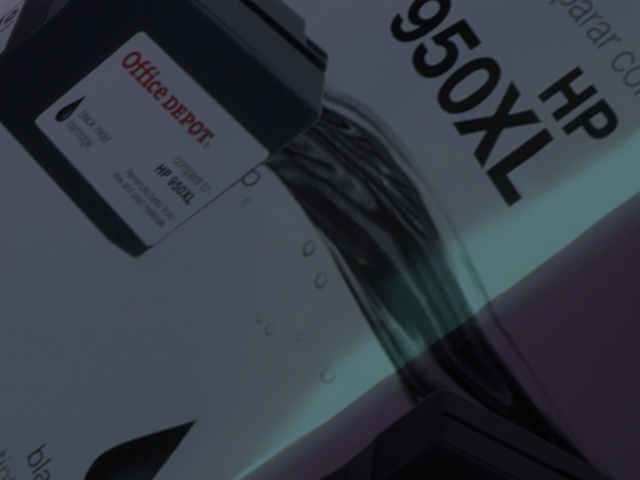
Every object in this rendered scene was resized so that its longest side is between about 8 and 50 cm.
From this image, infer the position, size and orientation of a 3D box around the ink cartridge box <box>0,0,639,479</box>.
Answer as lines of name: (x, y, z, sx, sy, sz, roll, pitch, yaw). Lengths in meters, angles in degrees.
ink cartridge box: (0.000, 0.000, 0.635, 0.395, 0.166, 0.285, -37, 45, 8)
